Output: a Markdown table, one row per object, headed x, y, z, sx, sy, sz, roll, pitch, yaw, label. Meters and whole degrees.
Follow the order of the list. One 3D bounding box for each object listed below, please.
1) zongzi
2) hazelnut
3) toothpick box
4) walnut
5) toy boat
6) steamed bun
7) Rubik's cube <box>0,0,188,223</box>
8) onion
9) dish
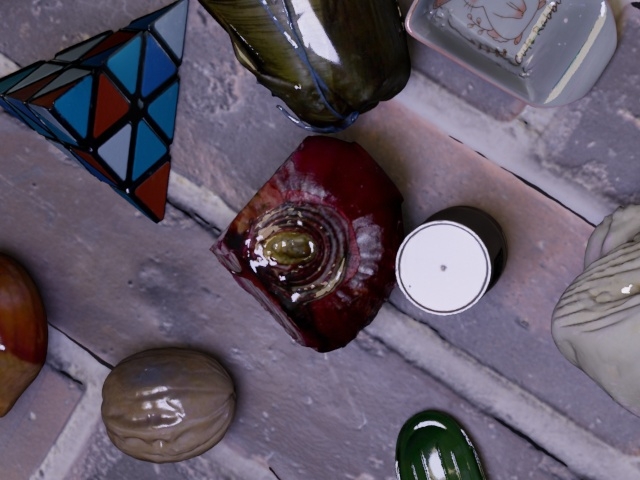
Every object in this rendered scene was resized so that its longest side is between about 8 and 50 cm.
| x | y | z | sx | sy | sz | roll | pitch | yaw | label |
| --- | --- | --- | --- | --- | --- | --- | --- | --- | --- |
| -0.125 | -0.302 | 1.900 | 0.432 | 0.208 | 0.403 | -11 | 101 | 25 | zongzi |
| -0.427 | 0.117 | 1.996 | 0.212 | 0.181 | 0.181 | -28 | 118 | 13 | hazelnut |
| 0.150 | 0.021 | 1.864 | 0.111 | 0.181 | 0.111 | 1 | 96 | 12 | toothpick box |
| -0.183 | 0.197 | 1.966 | 0.162 | 0.140 | 0.140 | 0 | 95 | 20 | walnut |
| 0.150 | 0.305 | 1.954 | 0.104 | 0.052 | 0.210 | -18 | 90 | 14 | toy boat |
| 0.438 | 0.063 | 1.756 | 0.339 | 0.352 | 0.247 | -30 | 113 | 26 | steamed bun |
| -0.211 | -0.181 | 1.971 | 0.250 | 0.284 | 0.234 | 42 | 79 | -20 | Rubik's cube |
| 0.005 | 0.003 | 1.883 | 0.207 | 0.216 | 0.206 | 45 | 86 | -7 | onion |
| 0.223 | -0.252 | 1.877 | 0.234 | 0.064 | 0.154 | 30 | 100 | -9 | dish |
